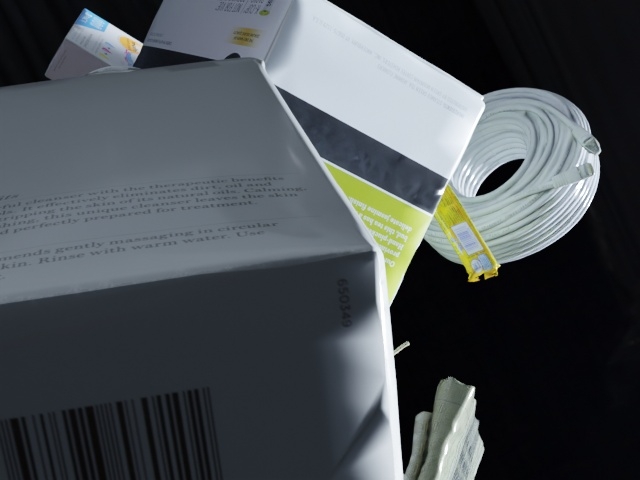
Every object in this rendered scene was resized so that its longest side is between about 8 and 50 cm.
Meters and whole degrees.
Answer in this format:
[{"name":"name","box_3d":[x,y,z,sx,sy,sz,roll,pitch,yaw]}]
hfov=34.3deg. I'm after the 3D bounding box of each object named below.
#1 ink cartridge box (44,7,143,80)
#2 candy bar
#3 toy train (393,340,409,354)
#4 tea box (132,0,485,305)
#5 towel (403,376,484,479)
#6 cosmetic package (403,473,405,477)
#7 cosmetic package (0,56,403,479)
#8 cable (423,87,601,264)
[{"name":"ink cartridge box","box_3d":[-0.235,-0.198,1.279,0.061,0.181,0.104,-51,-161,28]},{"name":"candy bar","box_3d":[0.131,-0.027,1.066,0.040,0.161,0.018,-21,156,-20]},{"name":"toy train","box_3d":[-0.033,0.137,1.197,0.248,0.143,0.105,-36,-159,-6]},{"name":"tea box","box_3d":[-0.072,-0.057,1.002,0.323,0.220,0.329,-63,-151,1]},{"name":"towel","box_3d":[0.067,0.292,0.909,0.312,0.056,0.324,65,46,-66]},{"name":"cosmetic package","box_3d":[0.060,0.363,1.165,0.184,0.151,0.151,9,-147,11]},{"name":"cosmetic package","box_3d":[-0.094,0.020,0.504,0.197,0.155,0.365,-8,-160,-6]},{"name":"cable","box_3d":[0.229,-0.087,1.336,0.257,0.089,0.257,-31,-142,16]}]
